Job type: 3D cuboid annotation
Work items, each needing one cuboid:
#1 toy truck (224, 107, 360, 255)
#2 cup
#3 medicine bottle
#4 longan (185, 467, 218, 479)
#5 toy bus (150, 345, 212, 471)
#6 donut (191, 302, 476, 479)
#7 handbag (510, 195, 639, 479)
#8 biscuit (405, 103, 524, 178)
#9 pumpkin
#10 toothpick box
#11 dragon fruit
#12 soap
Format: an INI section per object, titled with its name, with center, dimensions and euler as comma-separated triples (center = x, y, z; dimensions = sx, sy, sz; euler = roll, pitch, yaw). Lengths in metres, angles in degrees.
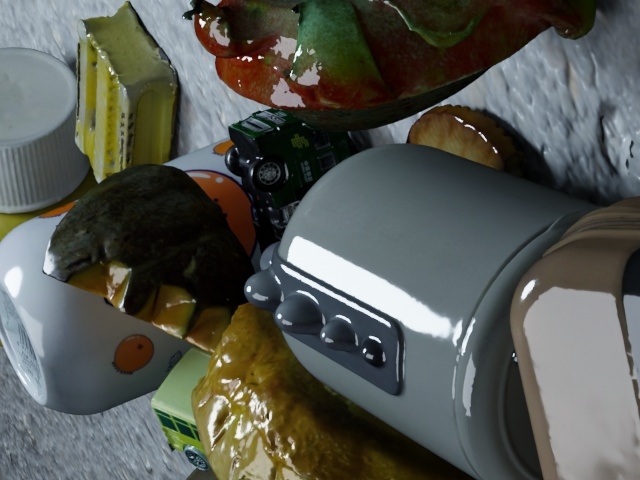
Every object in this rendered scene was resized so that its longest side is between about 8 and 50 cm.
[toy truck]
center = 0.000, 0.000, 1.789
dimensions = 0.088, 0.121, 0.259
euler = 29, 138, 60
[cup]
center = -0.162, 0.039, 1.950
dimensions = 0.212, 0.317, 0.212
euler = 52, 155, 35
[medicine bottle]
center = -0.391, -0.052, 2.556
dimensions = 0.224, 0.224, 0.384
euler = 52, 156, 35
[longan]
center = 0.006, 0.324, 1.914
dimensions = 0.350, 0.288, 0.288
euler = 38, 146, 37
[toy bus]
center = -0.064, 0.174, 1.822
dimensions = 0.175, 0.088, 0.101
euler = 19, 147, 32
[donut]
center = 0.048, 0.157, 1.612
dimensions = 0.330, 0.330, 0.160
euler = 47, 129, 43
[handbag]
center = 0.270, 0.124, 1.165
dimensions = 0.283, 0.149, 0.302
euler = -3, 106, 35
[biscuit]
center = 0.122, -0.026, 1.589
dimensions = 0.176, 0.031, 0.228
euler = 67, 158, -1
[pumpkin]
center = -0.106, 0.019, 1.757
dimensions = 0.130, 0.149, 0.254
euler = 16, 172, 44
[toothpick box]
center = 0.088, 0.047, 1.414
dimensions = 0.316, 0.229, 0.229
euler = 25, 135, 50
[dragon fruit]
center = 0.046, -0.172, 1.335
dimensions = 0.268, 0.295, 0.130
euler = 1, 129, 34
[soap]
center = -0.226, -0.150, 2.260
dimensions = 0.135, 0.076, 0.233
euler = 56, 156, 29
